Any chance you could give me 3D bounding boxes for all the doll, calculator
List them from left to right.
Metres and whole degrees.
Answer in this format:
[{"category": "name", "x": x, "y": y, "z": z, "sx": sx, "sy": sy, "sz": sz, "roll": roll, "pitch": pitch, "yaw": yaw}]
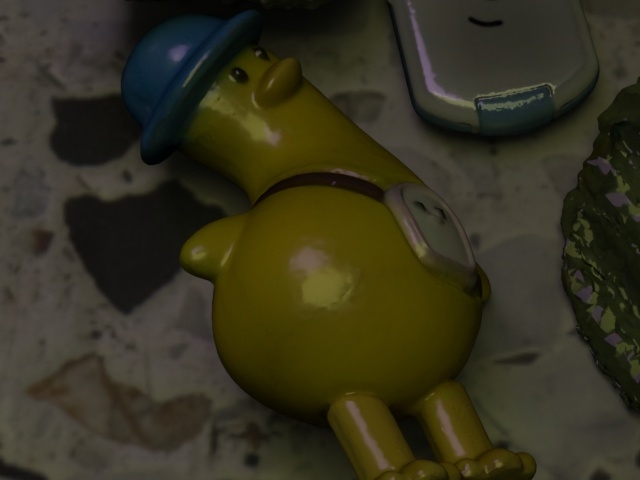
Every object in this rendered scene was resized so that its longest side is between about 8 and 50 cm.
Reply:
[{"category": "doll", "x": 0.000, "y": 0.000, "z": 0.938, "sx": 0.199, "sy": 0.145, "sz": 0.363, "roll": 2, "pitch": 48, "yaw": -39}, {"category": "calculator", "x": 0.101, "y": -0.160, "z": 1.040, "sx": 0.121, "sy": 0.039, "sz": 0.210, "roll": -10, "pitch": 66, "yaw": -2}]

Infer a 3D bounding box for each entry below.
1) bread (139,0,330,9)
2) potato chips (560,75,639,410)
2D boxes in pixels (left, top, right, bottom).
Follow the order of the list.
[{"category": "bread", "x": -0.081, "y": -0.184, "z": 1.013, "sx": 0.232, "sy": 0.064, "sz": 0.172, "roll": -5, "pitch": 25, "yaw": -33}, {"category": "potato chips", "x": 0.323, "y": 0.016, "z": 0.860, "sx": 0.358, "sy": 0.070, "sz": 0.429, "roll": -44, "pitch": 54, "yaw": 19}]
